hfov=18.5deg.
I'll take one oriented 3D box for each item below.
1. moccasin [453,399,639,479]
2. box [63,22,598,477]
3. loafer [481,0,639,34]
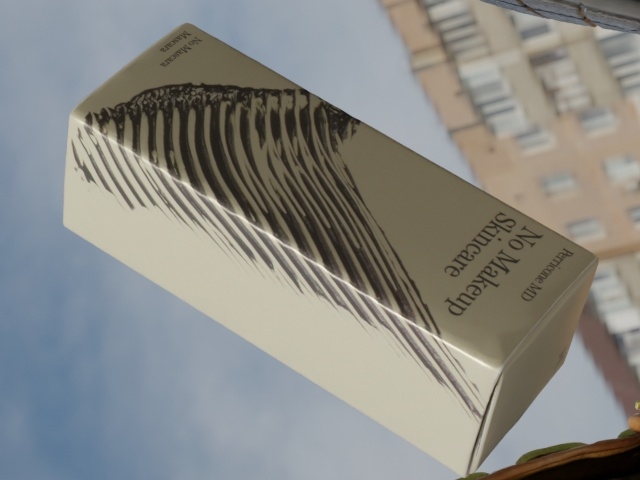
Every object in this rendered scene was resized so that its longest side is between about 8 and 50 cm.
[{"bbox_3d":[0.222,0.165,1.232,0.147,0.380,0.139,94,167,-59],"label":"moccasin"},{"bbox_3d":[0.000,0.000,1.051,0.113,0.275,0.094,-45,-23,-39],"label":"box"},{"bbox_3d":[0.091,-0.194,1.172,0.109,0.302,0.095,6,-81,-73],"label":"loafer"}]
